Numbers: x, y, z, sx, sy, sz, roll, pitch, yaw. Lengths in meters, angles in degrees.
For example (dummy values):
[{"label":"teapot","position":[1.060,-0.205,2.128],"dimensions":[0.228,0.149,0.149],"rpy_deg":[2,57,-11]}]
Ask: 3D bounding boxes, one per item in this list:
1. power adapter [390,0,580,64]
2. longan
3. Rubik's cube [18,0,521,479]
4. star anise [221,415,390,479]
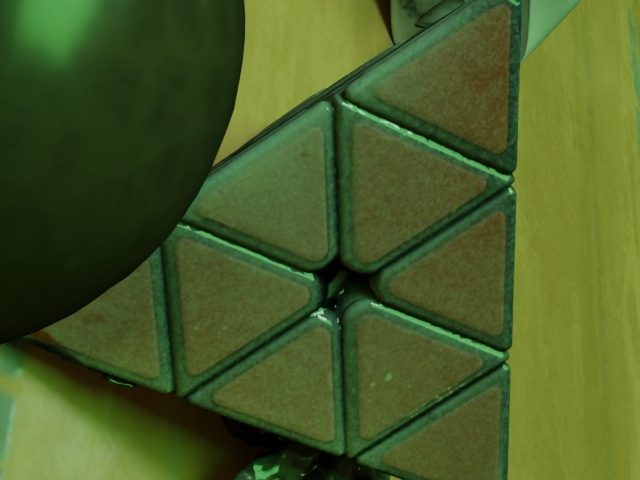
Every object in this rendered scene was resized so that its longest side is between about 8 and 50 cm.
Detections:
[{"label":"power adapter","position":[0.136,-0.242,1.070],"dimensions":[0.255,0.124,0.187],"rpy_deg":[-45,139,-53]},{"label":"longan","position":[-0.151,-0.085,0.553],"dimensions":[0.300,0.243,0.300],"rpy_deg":[14,90,-77]},{"label":"Rubik's cube","position":[0.001,0.002,0.739],"dimensions":[0.229,0.228,0.233],"rpy_deg":[49,55,-61]},{"label":"star anise","position":[-0.008,0.117,0.798],"dimensions":[0.181,0.061,0.204],"rpy_deg":[60,37,-15]}]
